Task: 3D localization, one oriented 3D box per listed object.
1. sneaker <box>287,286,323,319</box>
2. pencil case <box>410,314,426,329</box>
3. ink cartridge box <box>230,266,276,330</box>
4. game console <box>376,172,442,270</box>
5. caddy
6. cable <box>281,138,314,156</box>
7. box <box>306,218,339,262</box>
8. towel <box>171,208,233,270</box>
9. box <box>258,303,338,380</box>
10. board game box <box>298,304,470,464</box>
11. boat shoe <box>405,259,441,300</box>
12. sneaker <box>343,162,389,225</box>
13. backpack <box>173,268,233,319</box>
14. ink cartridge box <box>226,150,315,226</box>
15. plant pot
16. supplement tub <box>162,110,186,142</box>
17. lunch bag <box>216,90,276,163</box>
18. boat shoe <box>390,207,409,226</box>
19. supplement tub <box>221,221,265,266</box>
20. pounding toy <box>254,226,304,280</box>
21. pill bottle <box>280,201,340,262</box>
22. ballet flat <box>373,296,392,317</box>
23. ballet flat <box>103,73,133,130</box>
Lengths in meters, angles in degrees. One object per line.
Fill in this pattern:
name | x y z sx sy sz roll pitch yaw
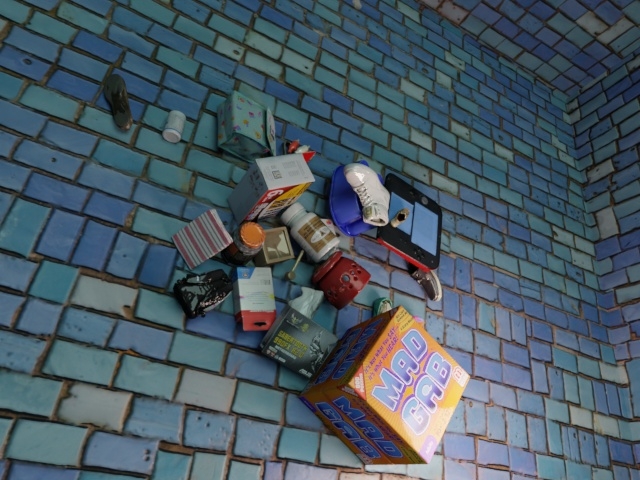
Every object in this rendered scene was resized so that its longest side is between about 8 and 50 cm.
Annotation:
sneaker | -0.081 0.278 1.779 0.115 0.090 0.232 22 65 14
pencil case | 0.376 0.424 1.959 0.104 0.104 0.236 26 57 -18
ink cartridge box | -0.239 0.216 1.705 0.134 0.078 0.231 3 66 -29
game console | 0.403 -0.080 2.105 0.342 0.060 0.386 32 51 -25
caddy | 0.147 -0.183 2.071 0.241 0.179 0.341 36 50 -39
cable | -0.131 -0.358 2.017 0.139 0.072 0.287 43 35 -3
box | 0.000 0.000 1.977 0.145 0.038 0.186 0 68 -30
towel | -0.414 -0.003 1.662 0.144 0.197 0.029 59 14 7
box | -0.075 0.359 1.673 0.231 0.056 0.183 37 83 -24
board game box | 0.217 0.512 1.659 0.356 0.356 0.356 46 53 -4
boat shoe | 0.450 0.146 2.139 0.092 0.103 0.285 -8 68 -28
sneaker | 0.191 -0.170 1.881 0.292 0.108 0.169 36 47 -42
backpack | -0.393 0.169 1.615 0.182 0.115 0.152 -28 94 -38
ink cartridge box | -0.166 -0.195 1.802 0.272 0.309 0.130 -17 77 -35
plant pot | 0.075 0.147 1.856 0.174 0.191 0.191 44 53 -2
supplement tub | -0.564 -0.439 1.834 0.071 0.071 0.107 18 58 -23
lunch bag | -0.283 -0.450 1.956 0.262 0.160 0.223 20 53 -41
boat shoe | 0.347 -0.102 2.019 0.050 0.045 0.135 49 49 -3
supplement tub | -0.276 0.013 1.710 0.117 0.190 0.117 13 61 -26
pounding toy | -0.159 0.060 1.826 0.181 0.094 0.206 -11 83 -39
pill bottle | -0.045 -0.036 1.868 0.229 0.131 0.131 47 52 7
ballet flat | 0.252 0.341 1.930 0.083 0.087 0.247 19 59 -22
ballet flat | -0.747 -0.514 1.777 0.084 0.058 0.249 -22 71 0
